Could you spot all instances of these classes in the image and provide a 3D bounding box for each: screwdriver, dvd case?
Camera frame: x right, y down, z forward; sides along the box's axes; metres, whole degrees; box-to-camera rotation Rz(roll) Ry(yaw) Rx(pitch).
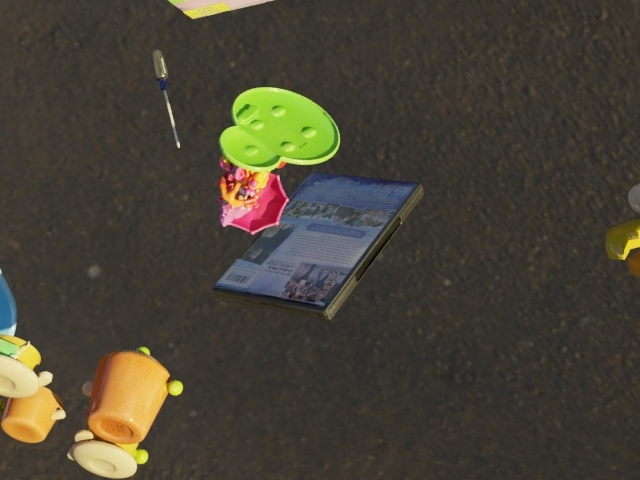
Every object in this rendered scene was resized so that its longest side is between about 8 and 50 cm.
[{"bbox_3d":[-0.248,-0.229,1.751,0.024,0.025,0.169,-17,73,7],"label":"screwdriver"},{"bbox_3d":[0.000,0.000,1.401,0.180,0.022,0.253,9,44,34],"label":"dvd case"}]

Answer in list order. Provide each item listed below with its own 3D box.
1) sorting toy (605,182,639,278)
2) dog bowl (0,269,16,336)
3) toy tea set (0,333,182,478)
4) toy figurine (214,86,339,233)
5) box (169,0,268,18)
[{"bbox_3d":[0.444,-0.033,1.188,0.307,0.041,0.229,-22,20,-11],"label":"sorting toy"},{"bbox_3d":[-0.518,0.075,1.531,0.074,0.297,0.166,11,48,20],"label":"dog bowl"},{"bbox_3d":[-0.343,0.170,1.375,0.200,0.336,0.124,-46,22,47],"label":"toy tea set"},{"bbox_3d":[-0.075,-0.069,1.269,0.130,0.173,0.159,35,130,11],"label":"toy figurine"},{"bbox_3d":[-0.066,-0.373,1.097,0.214,0.117,0.242,-10,88,9],"label":"box"}]
